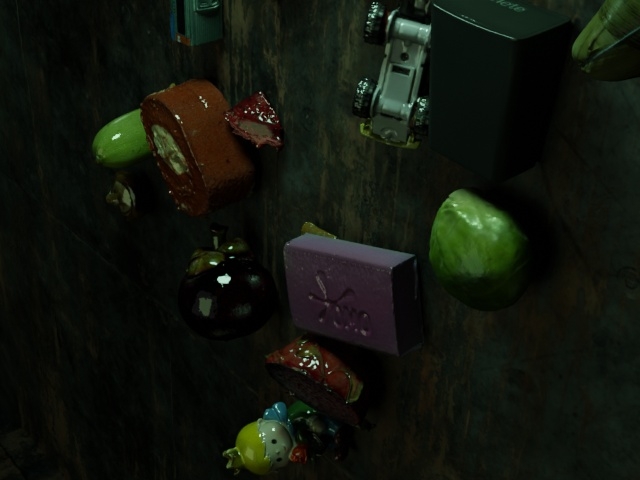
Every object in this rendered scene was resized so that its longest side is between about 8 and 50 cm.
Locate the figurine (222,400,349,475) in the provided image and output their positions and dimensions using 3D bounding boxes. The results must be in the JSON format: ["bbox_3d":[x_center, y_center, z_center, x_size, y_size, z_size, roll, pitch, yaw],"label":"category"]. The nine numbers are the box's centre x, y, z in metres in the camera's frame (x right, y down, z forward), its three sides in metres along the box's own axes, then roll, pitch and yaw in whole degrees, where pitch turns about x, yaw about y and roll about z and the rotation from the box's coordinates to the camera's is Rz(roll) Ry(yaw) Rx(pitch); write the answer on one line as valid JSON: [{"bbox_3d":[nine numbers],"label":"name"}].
[{"bbox_3d":[-0.069,0.425,2.062,0.185,0.234,0.127,34,130,38],"label":"figurine"}]

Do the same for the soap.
[{"bbox_3d":[0.058,0.097,1.806,0.259,0.081,0.181,13,119,40],"label":"soap"}]

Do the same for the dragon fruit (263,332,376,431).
[{"bbox_3d":[0.020,0.243,1.946,0.224,0.148,0.218,13,150,39],"label":"dragon fruit"}]

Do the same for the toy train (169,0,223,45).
[{"bbox_3d":[-0.231,-0.564,1.844,0.089,0.086,0.409,33,133,38],"label":"toy train"}]

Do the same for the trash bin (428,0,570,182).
[{"bbox_3d":[0.238,-0.217,1.397,0.165,0.115,0.225,34,138,37],"label":"trash bin"}]

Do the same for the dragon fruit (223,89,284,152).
[{"bbox_3d":[-0.128,-0.214,1.925,0.131,0.063,0.097,59,145,12],"label":"dragon fruit"}]

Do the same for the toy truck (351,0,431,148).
[{"bbox_3d":[0.130,-0.276,1.499,0.136,0.111,0.285,17,118,11],"label":"toy truck"}]

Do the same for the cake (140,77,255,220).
[{"bbox_3d":[-0.240,-0.185,2.018,0.177,0.151,0.282,-7,105,53],"label":"cake"}]

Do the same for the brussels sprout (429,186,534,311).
[{"bbox_3d":[0.237,0.017,1.499,0.161,0.144,0.180,78,173,-50],"label":"brussels sprout"}]

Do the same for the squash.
[{"bbox_3d":[-0.427,-0.220,2.228,0.123,0.187,0.123,34,140,34],"label":"squash"}]

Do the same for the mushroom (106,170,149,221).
[{"bbox_3d":[-0.462,-0.105,2.418,0.127,0.087,0.127,37,139,40],"label":"mushroom"}]

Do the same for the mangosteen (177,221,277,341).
[{"bbox_3d":[-0.199,0.084,2.086,0.211,0.211,0.249,-14,86,55],"label":"mangosteen"}]

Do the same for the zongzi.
[{"bbox_3d":[0.424,-0.217,1.139,0.242,0.112,0.221,53,142,17],"label":"zongzi"}]

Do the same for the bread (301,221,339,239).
[{"bbox_3d":[0.000,0.000,1.900,0.083,0.036,0.046,29,132,37],"label":"bread"}]
